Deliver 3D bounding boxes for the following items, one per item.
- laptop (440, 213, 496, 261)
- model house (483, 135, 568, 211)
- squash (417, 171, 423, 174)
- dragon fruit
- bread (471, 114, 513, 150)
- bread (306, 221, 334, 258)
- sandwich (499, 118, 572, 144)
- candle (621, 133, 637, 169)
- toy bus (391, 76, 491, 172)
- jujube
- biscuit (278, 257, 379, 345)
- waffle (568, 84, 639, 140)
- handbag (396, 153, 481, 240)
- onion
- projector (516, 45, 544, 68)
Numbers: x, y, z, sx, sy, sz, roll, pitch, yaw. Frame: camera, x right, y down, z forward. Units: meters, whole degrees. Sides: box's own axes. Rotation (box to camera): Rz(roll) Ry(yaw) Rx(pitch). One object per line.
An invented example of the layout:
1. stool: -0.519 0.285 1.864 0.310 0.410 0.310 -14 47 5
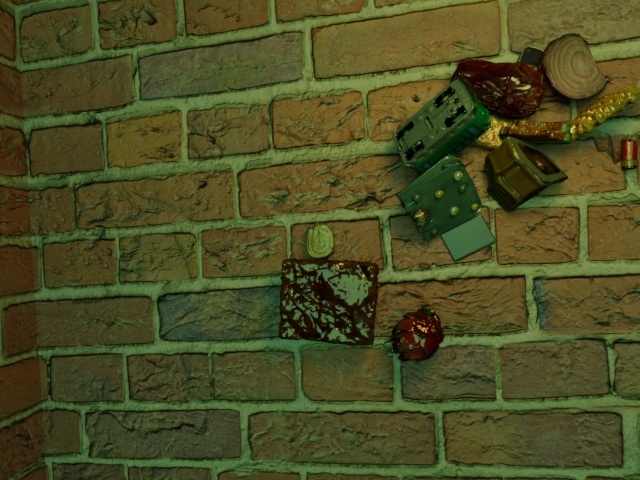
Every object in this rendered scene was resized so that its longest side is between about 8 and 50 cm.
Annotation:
1. laptop: 0.586 -0.009 1.861 0.180 0.016 0.129 -28 86 9
2. model house: 0.729 -0.241 1.762 0.268 0.173 0.239 48 141 3
3. squash: 0.434 -0.273 1.883 0.089 0.027 0.027 13 93 9
4. dragon fruit: 0.365 0.379 1.820 0.193 0.192 0.274 35 108 0
5. bread: 0.635 -0.428 1.820 0.189 0.068 0.125 18 93 10
6. bread: 0.000 0.000 1.947 0.118 0.064 0.156 -4 89 6
7. sandwich: 0.766 -0.402 1.690 0.235 0.159 0.079 15 98 47
8. candle: 1.144 -0.329 1.736 0.052 0.052 0.130 -1 90 11
9. toy bus: 0.458 -0.408 1.738 0.344 0.200 0.183 -39 53 34
10. jujube: 0.658 -0.576 1.754 0.343 0.216 0.216 18 94 18
11. biscuit: 0.033 0.240 1.890 0.396 0.166 0.342 4 91 10
12. waffle: 1.000 -0.459 1.692 0.310 0.283 0.065 -35 90 -35
13. handbag: 0.459 -0.149 1.770 0.274 0.100 0.268 -34 128 7
14. onion: 0.899 -0.614 1.729 0.248 0.111 0.249 -30 93 -18
15. projector: 0.795 -0.679 1.781 0.083 0.082 0.083 22 94 10
